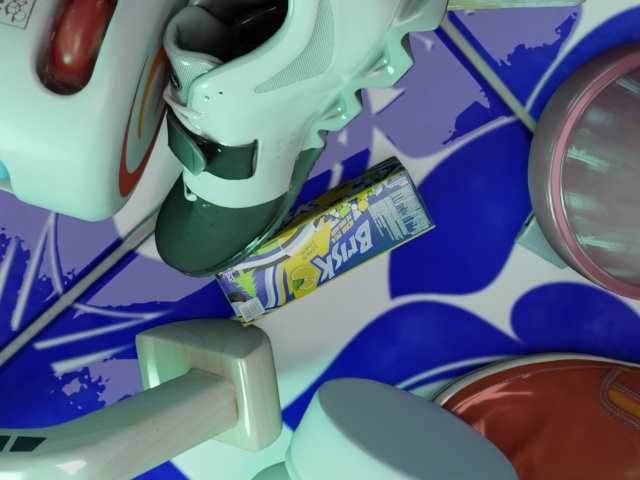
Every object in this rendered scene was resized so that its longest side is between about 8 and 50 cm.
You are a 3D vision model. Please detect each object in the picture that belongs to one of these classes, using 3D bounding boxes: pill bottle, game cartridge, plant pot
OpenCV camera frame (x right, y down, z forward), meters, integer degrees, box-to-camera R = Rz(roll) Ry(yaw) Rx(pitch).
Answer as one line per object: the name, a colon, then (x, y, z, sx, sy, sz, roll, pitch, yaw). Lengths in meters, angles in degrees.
pill bottle: (-0.001, 0.302, 1.191, 0.204, 0.204, 0.361, 22, 106, -13)
game cartridge: (0.201, -0.021, 1.234, 0.056, 0.017, 0.083, 29, 101, -18)
plant pot: (0.275, -0.042, 1.139, 0.201, 0.180, 0.201, -2, 102, -11)

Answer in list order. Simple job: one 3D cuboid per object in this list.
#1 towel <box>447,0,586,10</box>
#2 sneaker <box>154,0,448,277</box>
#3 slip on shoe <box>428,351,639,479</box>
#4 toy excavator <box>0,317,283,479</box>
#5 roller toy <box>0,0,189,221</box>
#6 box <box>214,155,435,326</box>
towel: (0.052, -0.343, 1.089, 0.320, 0.090, 0.374, -3, 106, -9)
sneaker: (-0.062, -0.103, 1.067, 0.146, 0.122, 0.330, 12, 133, -31)
slip on shoe: (0.242, 0.163, 1.233, 0.331, 0.101, 0.123, 4, 108, 5)
toy excavator: (-0.295, 0.176, 1.100, 0.445, 0.433, 0.222, 0, 108, 22)
roller toy: (-0.184, -0.123, 1.057, 0.146, 0.191, 0.209, 17, 119, 2)
box: (0.000, 0.000, 1.190, 0.169, 0.059, 0.054, -27, 105, 1)
